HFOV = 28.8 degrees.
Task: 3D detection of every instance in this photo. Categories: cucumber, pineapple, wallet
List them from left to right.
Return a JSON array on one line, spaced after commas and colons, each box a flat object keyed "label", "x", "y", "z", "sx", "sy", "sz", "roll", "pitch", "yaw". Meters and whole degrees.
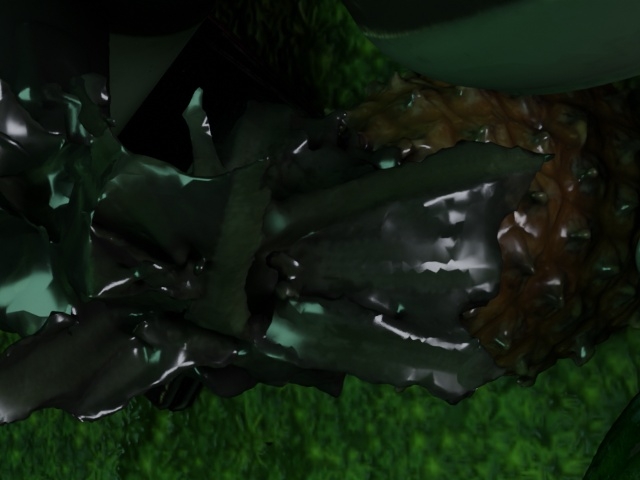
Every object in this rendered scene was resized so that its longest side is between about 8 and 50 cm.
[{"label": "wallet", "x": -0.131, "y": -0.054, "z": 0.773, "sx": 0.262, "sy": 0.071, "sz": 0.221, "roll": 42, "pitch": 116, "yaw": 26}, {"label": "pineapple", "x": 0.002, "y": 0.003, "z": 0.461, "sx": 0.166, "sy": 0.364, "sz": 0.165, "roll": 5, "pitch": 99, "yaw": 37}, {"label": "cucumber", "x": 0.134, "y": 0.112, "z": 0.558, "sx": 0.039, "sy": 0.039, "sz": 0.168, "roll": 40, "pitch": 117, "yaw": 33}]

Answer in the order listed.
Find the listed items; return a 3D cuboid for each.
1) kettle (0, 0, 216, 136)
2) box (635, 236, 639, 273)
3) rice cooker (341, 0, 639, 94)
[{"label": "kettle", "x": -0.234, "y": -0.038, "z": 0.632, "sx": 0.377, "sy": 0.250, "sz": 0.361, "roll": -44, "pitch": 37, "yaw": 31}, {"label": "box", "x": 0.198, "y": -0.028, "z": 0.465, "sx": 0.124, "sy": 0.093, "sz": 0.172, "roll": 32, "pitch": 110, "yaw": 37}, {"label": "rice cooker", "x": 0.072, "y": -0.243, "z": 0.365, "sx": 0.335, "sy": 0.335, "sz": 0.325, "roll": -22, "pitch": 113, "yaw": 39}]
